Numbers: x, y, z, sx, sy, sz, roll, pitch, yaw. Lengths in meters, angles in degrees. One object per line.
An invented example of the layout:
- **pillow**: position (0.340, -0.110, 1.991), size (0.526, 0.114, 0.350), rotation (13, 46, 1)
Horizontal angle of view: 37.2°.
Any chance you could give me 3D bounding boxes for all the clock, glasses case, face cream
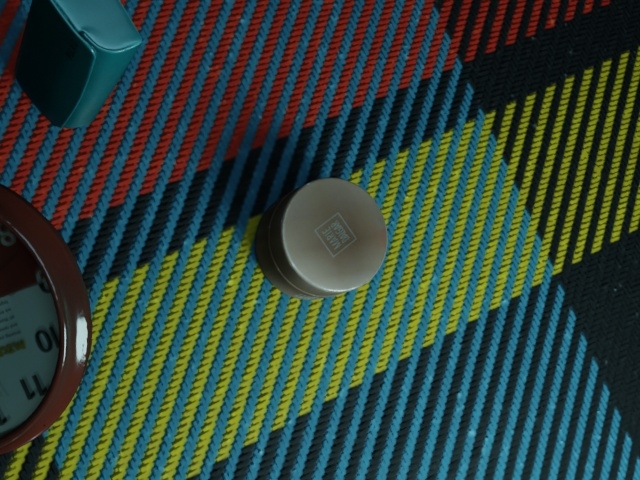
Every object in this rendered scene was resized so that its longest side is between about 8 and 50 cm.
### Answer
- **clock**: position (-0.393, 0.079, 1.008), size (0.318, 0.080, 0.318), rotation (2, 101, 8)
- **glasses case**: position (-0.279, -0.207, 1.049), size (0.070, 0.301, 0.117), rotation (-33, 94, -25)
- **face cream**: position (0.000, 0.000, 1.239), size (0.149, 0.104, 0.149), rotation (4, 80, -22)
